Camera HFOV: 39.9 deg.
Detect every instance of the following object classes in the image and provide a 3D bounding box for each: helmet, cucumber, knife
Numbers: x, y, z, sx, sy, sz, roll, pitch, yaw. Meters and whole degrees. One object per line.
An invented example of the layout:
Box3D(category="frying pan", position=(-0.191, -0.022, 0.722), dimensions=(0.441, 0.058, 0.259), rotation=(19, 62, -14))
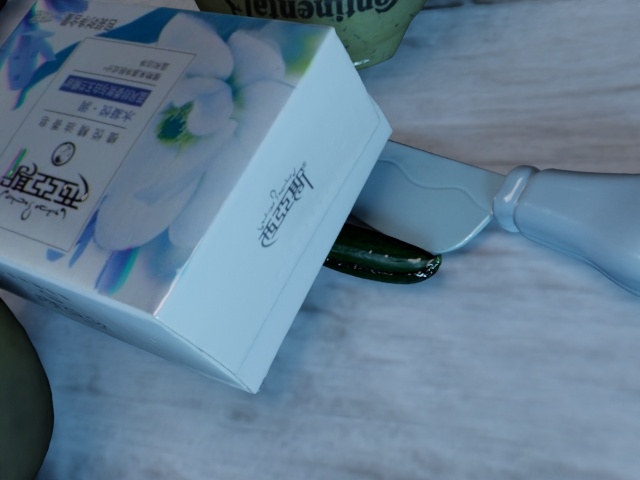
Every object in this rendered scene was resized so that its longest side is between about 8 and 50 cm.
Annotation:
Box3D(category="helmet", position=(0.009, -0.193, 0.651), dimensions=(0.257, 0.137, 0.204), rotation=(0, 21, 17))
Box3D(category="cucumber", position=(0.000, 0.000, 0.592), dimensions=(0.184, 0.033, 0.036), rotation=(20, 48, 34))
Box3D(category="knife", position=(0.093, -0.025, 0.566), dimensions=(0.331, 0.044, 0.080), rotation=(17, 75, 40))

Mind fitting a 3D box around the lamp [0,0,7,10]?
Box3D(category="lamp", position=(-0.299, -0.157, 0.793), dimensions=(0.130, 0.108, 0.371), rotation=(-32, 51, 1))

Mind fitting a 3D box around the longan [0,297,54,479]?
Box3D(category="longan", position=(-0.314, 0.118, 0.524), dimensions=(0.297, 0.297, 0.297), rotation=(-13, 55, 19))

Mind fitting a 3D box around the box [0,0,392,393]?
Box3D(category="box", position=(-0.124, -0.046, 0.588), dimensions=(0.274, 0.116, 0.203), rotation=(16, 68, 33))
